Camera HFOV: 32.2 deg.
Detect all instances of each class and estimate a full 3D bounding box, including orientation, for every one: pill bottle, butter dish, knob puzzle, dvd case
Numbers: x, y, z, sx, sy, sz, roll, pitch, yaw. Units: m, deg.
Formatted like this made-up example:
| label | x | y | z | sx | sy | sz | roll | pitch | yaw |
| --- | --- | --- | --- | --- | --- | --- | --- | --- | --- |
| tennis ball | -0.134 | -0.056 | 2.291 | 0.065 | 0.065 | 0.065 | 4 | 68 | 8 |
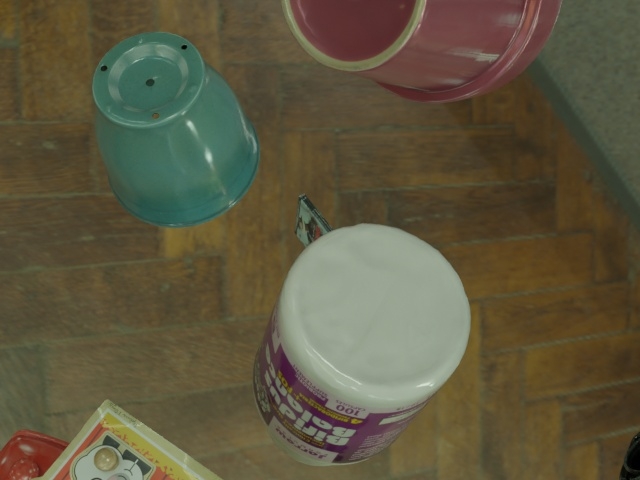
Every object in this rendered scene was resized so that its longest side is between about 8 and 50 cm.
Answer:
| label | x | y | z | sx | sy | sz | roll | pitch | yaw |
| --- | --- | --- | --- | --- | --- | --- | --- | --- | --- |
| pill bottle | 0.024 | 0.120 | 1.069 | 0.169 | 0.301 | 0.169 | 4 | 63 | -9 |
| butter dish | -0.340 | 0.295 | 1.316 | 0.118 | 0.160 | 0.160 | 88 | 24 | -57 |
| knob puzzle | -0.167 | 0.244 | 0.870 | 0.213 | 0.213 | 0.030 | -59 | 159 | -15 |
| dvd case | 0.000 | 0.000 | 1.637 | 0.013 | 0.119 | 0.087 | -23 | 148 | -23 |

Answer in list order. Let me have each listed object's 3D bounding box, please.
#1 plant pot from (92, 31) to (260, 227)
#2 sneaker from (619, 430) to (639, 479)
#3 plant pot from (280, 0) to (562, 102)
| label | x | y | z | sx | sy | sz | roll | pitch | yaw |
| --- | --- | --- | --- | --- | --- | --- | --- | --- | --- |
| plant pot | -0.252 | -0.197 | 1.832 | 0.271 | 0.272 | 0.255 | -54 | 160 | -18 |
| sneaker | 0.318 | 0.259 | 0.989 | 0.147 | 0.104 | 0.295 | 21 | 112 | 2 |
| plant pot | 0.069 | -0.204 | 0.884 | 0.180 | 0.201 | 0.201 | -20 | 106 | -54 |
